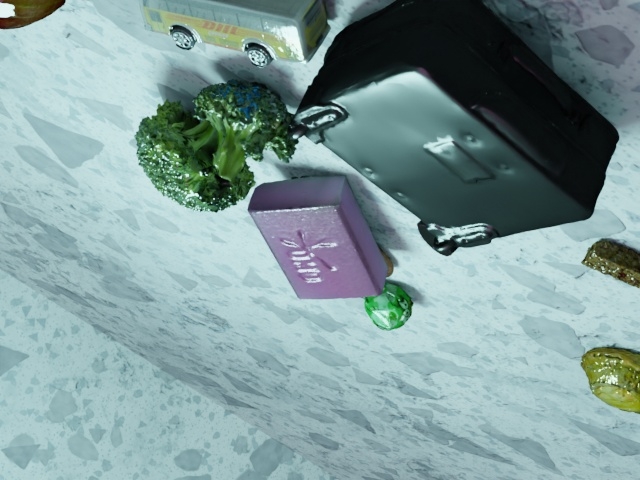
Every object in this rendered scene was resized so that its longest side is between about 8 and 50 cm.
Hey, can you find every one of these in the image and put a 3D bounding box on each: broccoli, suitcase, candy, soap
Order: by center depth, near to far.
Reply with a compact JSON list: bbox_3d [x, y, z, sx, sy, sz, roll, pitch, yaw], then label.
[{"bbox_3d":[0.175,-0.149,1.367,0.345,0.188,0.339,38,156,-23],"label":"suitcase"},{"bbox_3d":[-0.124,-0.174,1.677,0.167,0.160,0.154,25,-172,-28],"label":"broccoli"},{"bbox_3d":[-0.210,-0.141,1.828,0.226,0.198,0.176,3,127,-17],"label":"broccoli"},{"bbox_3d":[-0.001,0.001,1.932,0.181,0.081,0.259,-3,137,23],"label":"soap"},{"bbox_3d":[0.046,0.095,2.215,0.323,0.097,0.097,22,159,28],"label":"candy"}]

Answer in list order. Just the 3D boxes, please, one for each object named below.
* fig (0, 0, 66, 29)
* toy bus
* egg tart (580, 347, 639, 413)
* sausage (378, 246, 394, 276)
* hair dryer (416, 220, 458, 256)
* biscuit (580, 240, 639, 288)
[{"bbox_3d":[-0.423,-0.392,1.492,0.205,0.205,0.205,22,158,9],"label":"fig"},{"bbox_3d":[-0.123,-0.314,1.454,0.268,0.092,0.106,17,148,21],"label":"toy bus"},{"bbox_3d":[0.577,0.271,2.028,0.191,0.074,0.191,24,157,11],"label":"egg tart"},{"bbox_3d":[0.086,0.017,2.024,0.043,0.043,0.186,2,149,45],"label":"sausage"},{"bbox_3d":[0.148,-0.085,1.701,0.248,0.114,0.070,39,156,22],"label":"hair dryer"},{"bbox_3d":[0.512,0.055,1.663,0.199,0.034,0.064,23,158,4],"label":"biscuit"}]
